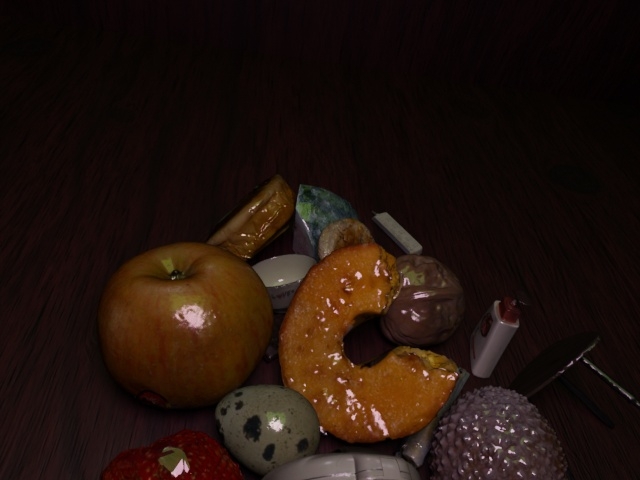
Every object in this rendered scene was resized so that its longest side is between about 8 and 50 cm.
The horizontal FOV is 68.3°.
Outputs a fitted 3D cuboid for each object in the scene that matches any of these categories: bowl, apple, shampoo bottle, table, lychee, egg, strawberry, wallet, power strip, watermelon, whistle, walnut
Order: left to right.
[{"bbox_3d":[-0.252,0.461,0.843,0.250,0.289,0.238,-20,47,-39],"label":"strawberry"},{"bbox_3d":[-0.304,0.180,1.084,0.399,0.334,0.401,7,45,-7],"label":"apple"},{"bbox_3d":[-0.110,0.386,0.978,0.228,0.177,0.177,24,44,0],"label":"egg"},{"bbox_3d":[-0.101,0.127,1.319,0.211,0.112,0.211,-9,23,4],"label":"bowl"},{"bbox_3d":[-0.079,0.237,1.289,0.230,0.042,0.124,-21,47,-33],"label":"wallet"},{"bbox_3d":[0.000,0.000,1.512,0.319,0.213,0.290,22,67,-48],"label":"watermelon"},{"bbox_3d":[0.260,-0.031,1.653,0.060,0.027,0.253,-21,53,-30],"label":"power strip"},{"bbox_3d":[0.269,0.167,1.308,0.273,0.274,0.227,-17,20,-28],"label":"walnut"},{"bbox_3d":[0.284,0.423,1.175,0.067,0.057,0.326,33,47,18],"label":"whistle"},{"bbox_3d":[0.374,0.464,1.001,0.299,0.300,0.300,7,44,-7],"label":"lychee"},{"bbox_3d":[0.478,0.228,1.257,0.071,0.284,0.153,16,42,6],"label":"shampoo bottle"},{"bbox_3d":[0.650,0.407,1.177,0.317,0.317,0.249,-29,71,-35],"label":"table"}]

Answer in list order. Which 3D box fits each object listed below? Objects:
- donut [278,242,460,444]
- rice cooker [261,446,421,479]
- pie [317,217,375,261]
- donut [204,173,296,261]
[{"bbox_3d":[0.092,0.249,1.127,0.377,0.163,0.436,-25,73,9],"label":"donut"},{"bbox_3d":[0.040,0.533,0.810,0.334,0.335,0.326,4,46,-9],"label":"rice cooker"},{"bbox_3d":[0.085,0.057,1.388,0.055,0.274,0.274,-12,28,39],"label":"pie"},{"bbox_3d":[-0.193,-0.054,1.403,0.160,0.330,0.330,41,45,-8],"label":"donut"}]
